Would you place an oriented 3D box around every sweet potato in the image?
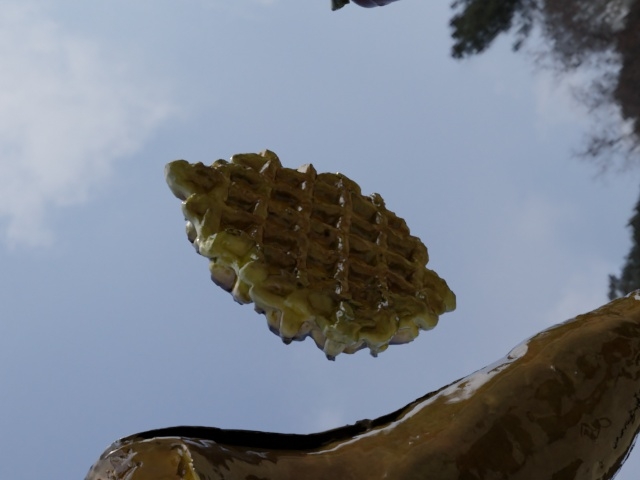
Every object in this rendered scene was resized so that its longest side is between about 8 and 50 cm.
[{"bbox_3d":[0.046,0.090,0.399,0.285,0.112,0.085,-17,-151,-16],"label":"sweet potato"}]

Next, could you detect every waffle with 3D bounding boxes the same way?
[{"bbox_3d":[0.000,0.000,0.820,0.237,0.059,0.243,-6,-135,-46],"label":"waffle"}]

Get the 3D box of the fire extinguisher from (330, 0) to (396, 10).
[{"bbox_3d":[0.096,-0.333,1.052,0.106,0.337,0.147,-33,-68,-55],"label":"fire extinguisher"}]
